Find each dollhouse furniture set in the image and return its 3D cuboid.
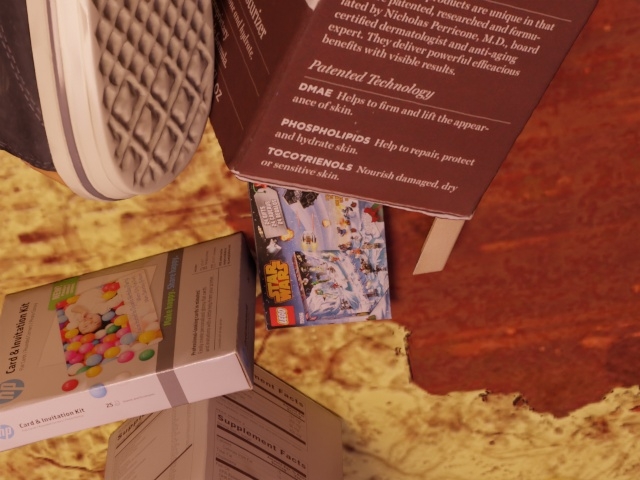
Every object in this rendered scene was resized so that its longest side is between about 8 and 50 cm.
[{"bbox_3d":[0.061,-0.023,1.225,0.081,0.091,0.114,22,127,1],"label":"dollhouse furniture set"}]

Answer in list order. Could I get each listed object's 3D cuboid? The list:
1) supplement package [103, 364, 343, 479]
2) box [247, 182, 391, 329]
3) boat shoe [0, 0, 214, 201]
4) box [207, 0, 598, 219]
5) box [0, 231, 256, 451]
[{"bbox_3d":[-0.072,0.215,1.283,0.134,0.244,0.139,34,119,-23],"label":"supplement package"},{"bbox_3d":[0.000,0.000,1.263,0.094,0.027,0.137,-5,126,0],"label":"box"},{"bbox_3d":[-0.161,-0.265,0.957,0.156,0.187,0.500,11,115,28],"label":"boat shoe"},{"bbox_3d":[0.039,-0.149,1.052,0.167,0.168,0.203,10,126,-26],"label":"box"},{"bbox_3d":[-0.138,0.069,1.237,0.186,0.145,0.038,-15,122,10],"label":"box"}]
